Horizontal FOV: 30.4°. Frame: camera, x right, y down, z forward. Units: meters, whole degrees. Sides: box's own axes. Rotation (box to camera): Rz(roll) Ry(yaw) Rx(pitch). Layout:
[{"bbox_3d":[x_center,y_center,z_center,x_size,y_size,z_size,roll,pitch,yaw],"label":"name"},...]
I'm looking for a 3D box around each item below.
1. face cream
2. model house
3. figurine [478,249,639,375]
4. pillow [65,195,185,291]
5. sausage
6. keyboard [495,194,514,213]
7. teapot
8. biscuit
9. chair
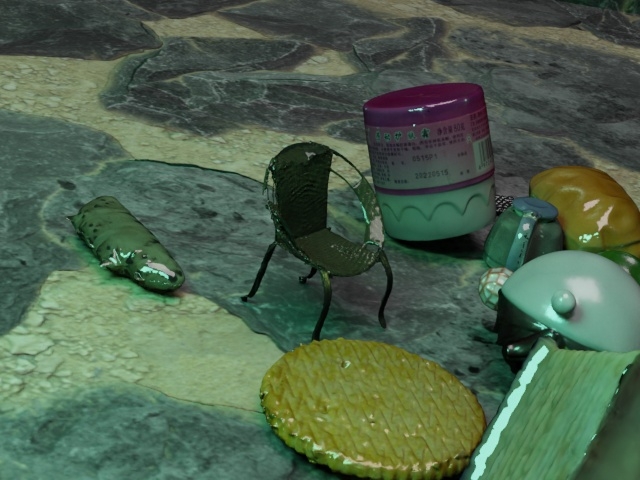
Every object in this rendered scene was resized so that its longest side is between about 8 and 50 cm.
[{"bbox_3d":[0.158,-0.114,1.676,0.175,0.195,0.175,-9,15,2],"label":"face cream"},{"bbox_3d":[0.289,0.232,1.070,0.298,0.243,0.284,32,-6,-15],"label":"model house"},{"bbox_3d":[0.332,0.087,1.428,0.281,0.167,0.370,29,22,24],"label":"figurine"},{"bbox_3d":[-0.257,0.001,1.480,0.093,0.051,0.241,-1,29,-35],"label":"pillow"},{"bbox_3d":[0.396,-0.032,1.744,0.136,0.120,0.241,-10,30,-10],"label":"sausage"},{"bbox_3d":[0.213,-0.066,1.858,0.204,0.013,0.061,7,25,-8],"label":"keyboard"},{"bbox_3d":[0.279,-0.005,1.650,0.149,0.108,0.111,-13,33,-42],"label":"teapot"},{"bbox_3d":[0.057,0.181,1.259,0.254,0.035,0.254,9,24,-4],"label":"biscuit"},{"bbox_3d":[0.000,0.000,1.414,0.149,0.213,0.174,25,29,39],"label":"chair"}]
